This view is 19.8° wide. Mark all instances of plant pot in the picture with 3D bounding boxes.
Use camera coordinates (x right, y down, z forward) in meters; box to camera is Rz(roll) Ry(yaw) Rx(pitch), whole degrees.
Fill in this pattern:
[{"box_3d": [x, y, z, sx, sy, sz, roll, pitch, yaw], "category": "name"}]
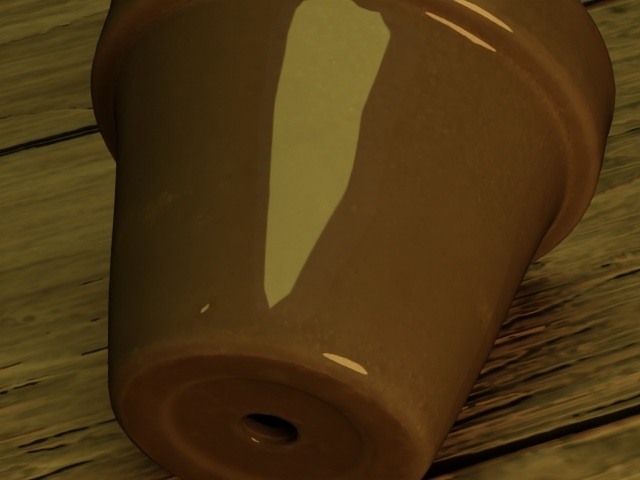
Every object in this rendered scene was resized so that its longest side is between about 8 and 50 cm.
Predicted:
[{"box_3d": [0.000, 0.000, 0.883, 0.263, 0.263, 0.229, 4, 54, 12], "category": "plant pot"}]
